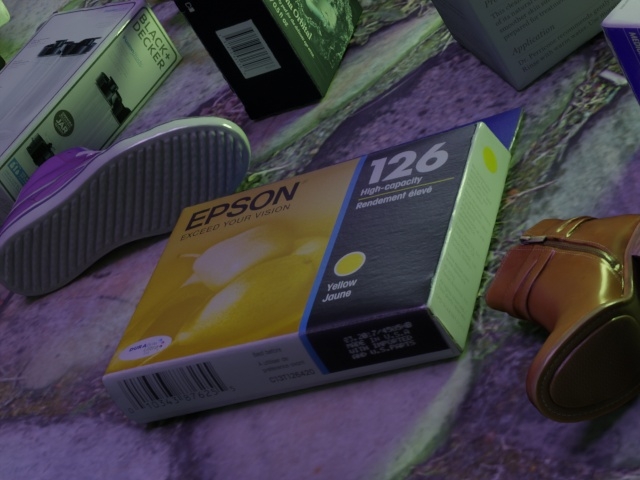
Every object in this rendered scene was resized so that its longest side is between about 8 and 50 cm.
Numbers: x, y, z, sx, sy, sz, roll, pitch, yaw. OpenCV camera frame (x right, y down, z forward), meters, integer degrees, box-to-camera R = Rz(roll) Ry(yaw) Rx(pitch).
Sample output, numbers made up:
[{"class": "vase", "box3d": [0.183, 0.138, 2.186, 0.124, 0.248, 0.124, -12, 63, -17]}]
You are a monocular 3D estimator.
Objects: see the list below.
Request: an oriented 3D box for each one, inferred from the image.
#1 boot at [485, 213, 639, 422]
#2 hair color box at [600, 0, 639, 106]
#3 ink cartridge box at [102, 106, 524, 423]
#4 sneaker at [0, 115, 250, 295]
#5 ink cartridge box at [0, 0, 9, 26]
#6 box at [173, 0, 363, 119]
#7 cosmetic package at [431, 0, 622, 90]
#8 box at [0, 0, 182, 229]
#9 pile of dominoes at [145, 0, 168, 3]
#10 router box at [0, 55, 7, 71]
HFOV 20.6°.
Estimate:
[{"class": "boot", "box3d": [0.167, 0.050, 1.221, 0.197, 0.073, 0.152, -38, 29, -32]}, {"class": "hair color box", "box3d": [0.396, -0.169, 1.280, 0.185, 0.110, 0.339, -46, 30, -23]}, {"class": "ink cartridge box", "box3d": [0.000, 0.000, 1.458, 0.303, 0.072, 0.307, -16, 36, 29]}, {"class": "sneaker", "box3d": [-0.193, -0.069, 1.714, 0.282, 0.102, 0.161, -24, 28, 16]}, {"class": "ink cartridge box", "box3d": [-0.615, -0.284, 2.322, 0.279, 0.160, 0.384, -40, 23, -18]}, {"class": "box", "box3d": [-0.048, -0.235, 1.754, 0.093, 0.156, 0.158, -14, 35, 30]}, {"class": "cosmetic package", "box3d": [0.140, -0.349, 1.508, 0.217, 0.385, 0.156, -34, 30, -2]}, {"class": "box", "box3d": [-0.300, -0.136, 1.925, 0.169, 0.087, 0.290, -2, 43, 43]}, {"class": "pile of dominoes", "box3d": [-0.109, -0.279, 1.966, 0.196, 0.040, 0.251, -16, 21, -29]}, {"class": "router box", "box3d": [-0.455, -0.187, 2.199, 0.122, 0.038, 0.092, -5, 40, 41]}]
